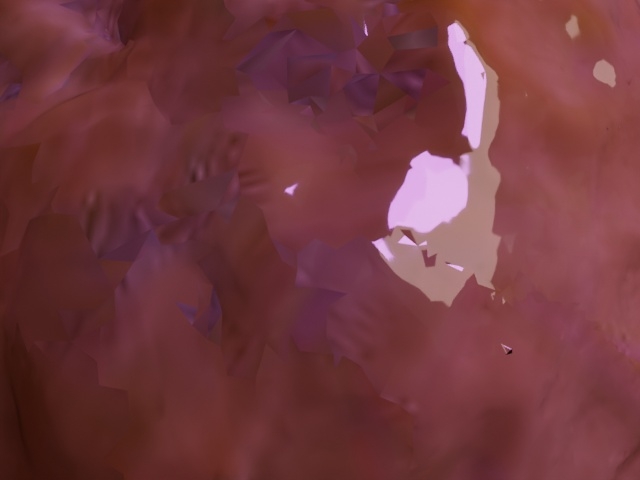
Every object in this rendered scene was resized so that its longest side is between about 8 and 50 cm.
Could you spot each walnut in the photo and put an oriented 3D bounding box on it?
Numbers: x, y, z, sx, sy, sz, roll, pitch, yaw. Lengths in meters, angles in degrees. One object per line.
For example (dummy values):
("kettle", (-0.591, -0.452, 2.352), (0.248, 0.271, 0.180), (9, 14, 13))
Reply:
("walnut", (0.001, 0.011, 0.573), (0.383, 0.383, 0.384), (26, 38, -22))
